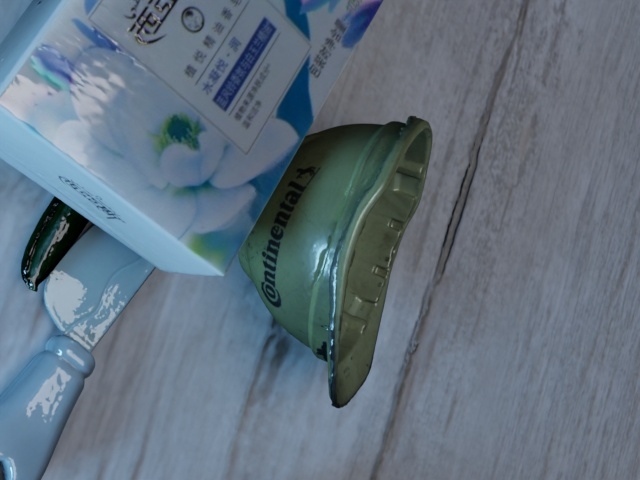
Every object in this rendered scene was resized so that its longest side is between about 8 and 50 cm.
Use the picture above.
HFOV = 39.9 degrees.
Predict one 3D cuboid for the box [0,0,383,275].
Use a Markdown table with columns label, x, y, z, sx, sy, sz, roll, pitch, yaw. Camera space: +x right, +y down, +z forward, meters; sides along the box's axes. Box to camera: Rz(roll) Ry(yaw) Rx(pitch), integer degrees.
| label | x | y | z | sx | sy | sz | roll | pitch | yaw |
| --- | --- | --- | --- | --- | --- | --- | --- | --- | --- |
| box | -0.103 | -0.140 | 0.662 | 0.203 | 0.116 | 0.274 | 40 | 68 | -31 |

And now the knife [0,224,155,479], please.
| label | x | y | z | sx | sy | sz | roll | pitch | yaw |
| --- | --- | --- | --- | --- | --- | --- | --- | --- | --- |
| knife | -0.189 | 0.057 | 0.702 | 0.080 | 0.044 | 0.331 | 40 | 63 | -24 |

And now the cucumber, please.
| label | x | y | z | sx | sy | sz | roll | pitch | yaw |
| --- | --- | --- | --- | --- | --- | --- | --- | --- | --- |
| cucumber | -0.184 | -0.042 | 0.697 | 0.184 | 0.033 | 0.036 | -58 | 144 | -20 |

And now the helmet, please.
| label | x | y | z | sx | sy | sz | roll | pitch | yaw |
| --- | --- | --- | --- | --- | --- | --- | --- | --- | --- |
| helmet | -0.004 | 0.003 | 0.776 | 0.204 | 0.137 | 0.257 | 19 | 88 | -75 |
